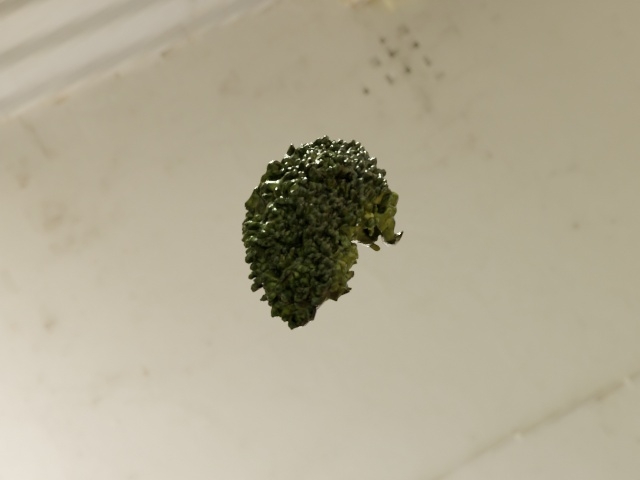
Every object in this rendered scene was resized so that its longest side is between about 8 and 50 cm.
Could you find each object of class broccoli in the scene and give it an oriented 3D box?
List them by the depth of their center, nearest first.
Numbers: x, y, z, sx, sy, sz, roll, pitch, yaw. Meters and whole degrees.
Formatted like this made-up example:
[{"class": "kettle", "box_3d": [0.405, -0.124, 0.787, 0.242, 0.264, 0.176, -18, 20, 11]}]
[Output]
[{"class": "broccoli", "box_3d": [0.000, 0.000, 0.881, 0.095, 0.097, 0.092, -19, -50, -22]}]
